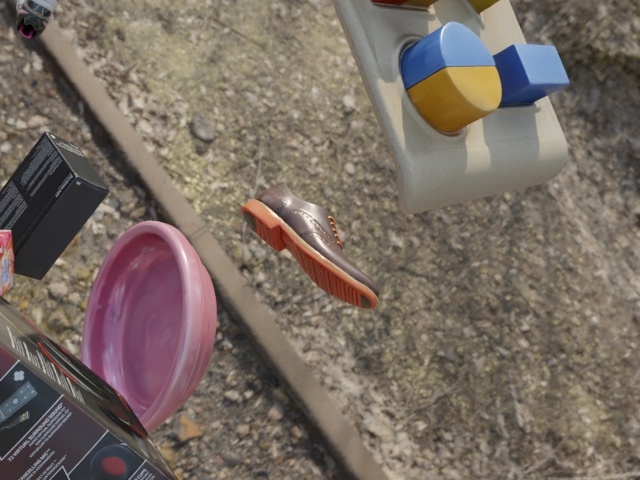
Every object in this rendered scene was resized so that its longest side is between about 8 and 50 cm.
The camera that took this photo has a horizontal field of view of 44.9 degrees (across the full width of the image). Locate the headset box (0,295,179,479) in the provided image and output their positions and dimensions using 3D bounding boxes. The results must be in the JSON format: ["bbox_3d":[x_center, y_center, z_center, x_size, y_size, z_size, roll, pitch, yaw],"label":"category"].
[{"bbox_3d":[-0.278,0.126,0.654,0.110,0.218,0.293,-47,118,-12],"label":"headset box"}]

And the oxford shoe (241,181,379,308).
[{"bbox_3d":[0.000,0.000,1.203,0.271,0.097,0.098,40,69,21],"label":"oxford shoe"}]

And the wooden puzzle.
[{"bbox_3d":[0.142,-0.219,0.779,0.322,0.080,0.348,-14,86,-48],"label":"wooden puzzle"}]

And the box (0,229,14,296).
[{"bbox_3d":[-0.749,0.048,1.524,0.257,0.123,0.128,-1,11,-8],"label":"box"}]

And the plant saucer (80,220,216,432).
[{"bbox_3d":[-0.265,0.138,1.211,0.084,0.332,0.332,13,50,-40],"label":"plant saucer"}]

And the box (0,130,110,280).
[{"bbox_3d":[-0.603,-0.074,1.685,0.103,0.261,0.184,28,16,-52],"label":"box"}]

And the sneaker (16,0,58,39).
[{"bbox_3d":[-0.555,-0.419,1.476,0.072,0.178,0.077,25,79,-21],"label":"sneaker"}]
